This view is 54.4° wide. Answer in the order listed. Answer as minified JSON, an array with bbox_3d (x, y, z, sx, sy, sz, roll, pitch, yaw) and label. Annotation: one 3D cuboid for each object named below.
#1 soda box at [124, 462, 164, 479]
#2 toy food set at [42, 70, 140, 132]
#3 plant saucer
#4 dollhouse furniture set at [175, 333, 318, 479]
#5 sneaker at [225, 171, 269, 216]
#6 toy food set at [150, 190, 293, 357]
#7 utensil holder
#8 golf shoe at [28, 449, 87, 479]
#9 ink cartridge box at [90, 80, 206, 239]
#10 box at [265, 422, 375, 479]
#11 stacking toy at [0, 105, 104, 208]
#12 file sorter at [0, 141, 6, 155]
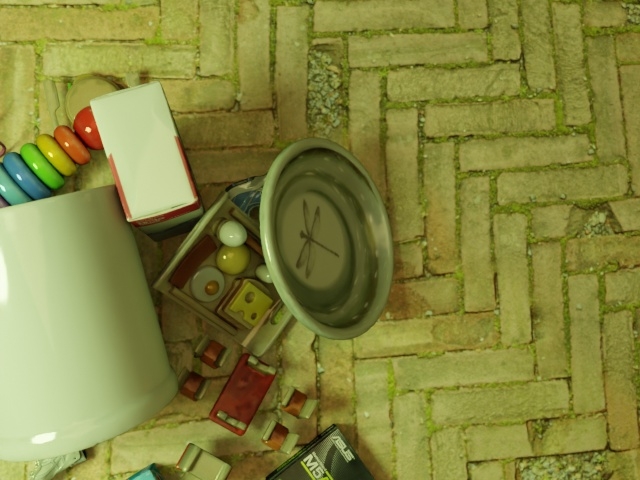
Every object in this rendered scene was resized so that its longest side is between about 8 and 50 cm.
[{"bbox_3d":[-0.402,0.523,1.205,0.210,0.067,0.071,-30,88,-10],"label":"soda box"},{"bbox_3d":[-0.473,-0.288,1.316,0.191,0.038,0.133,-10,91,-15],"label":"toy food set"},{"bbox_3d":[0.000,0.000,1.247,0.400,0.100,0.401,16,68,-47],"label":"plant saucer"},{"bbox_3d":[-0.181,0.355,1.248,0.261,0.135,0.259,31,68,-3],"label":"dollhouse furniture set"},{"bbox_3d":[-0.092,-0.110,1.330,0.211,0.080,0.081,-19,92,0],"label":"sneaker"},{"bbox_3d":[-0.154,0.075,1.223,0.306,0.092,0.220,43,77,-37],"label":"toy food set"},{"bbox_3d":[-0.453,0.123,1.074,0.327,0.327,0.386,-15,99,-10],"label":"utensil holder"},{"bbox_3d":[-0.501,0.425,1.205,0.085,0.069,0.176,26,81,-10],"label":"golf shoe"},{"bbox_3d":[-0.310,-0.132,1.178,0.131,0.306,0.226,-19,85,-10],"label":"ink cartridge box"},{"bbox_3d":[0.014,0.510,1.278,0.184,0.045,0.191,-35,89,-8],"label":"box"},{"bbox_3d":[-0.542,-0.152,1.227,0.330,0.141,0.141,-40,90,-9],"label":"stacking toy"},{"bbox_3d":[-0.771,-0.261,1.182,0.182,0.202,0.291,-35,89,-12],"label":"file sorter"}]
